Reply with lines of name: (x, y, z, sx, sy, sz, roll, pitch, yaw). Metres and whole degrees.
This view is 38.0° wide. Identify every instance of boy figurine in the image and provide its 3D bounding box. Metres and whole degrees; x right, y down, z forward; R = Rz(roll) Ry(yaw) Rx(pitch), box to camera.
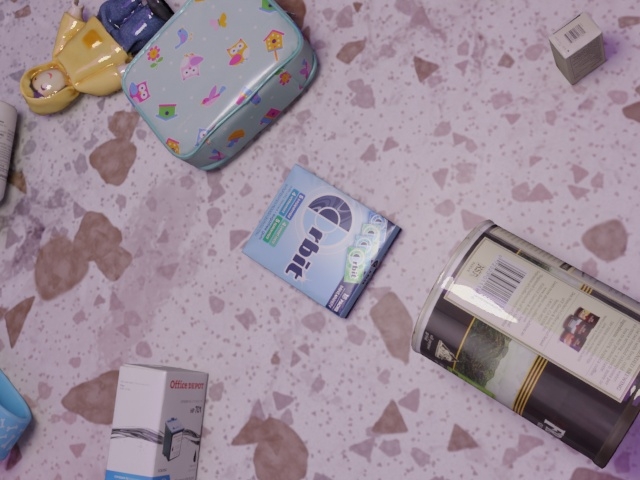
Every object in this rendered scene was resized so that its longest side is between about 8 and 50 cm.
boy figurine: (-0.373, -0.315, 1.513, 0.285, 0.092, 0.177, -36, 75, 7)

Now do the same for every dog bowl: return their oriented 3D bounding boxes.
dog bowl: (-0.566, 0.212, 1.466, 0.074, 0.166, 0.297, -43, 71, -4)

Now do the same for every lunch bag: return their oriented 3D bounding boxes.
lunch bag: (-0.155, -0.266, 1.422, 0.279, 0.108, 0.224, -43, 67, 6)

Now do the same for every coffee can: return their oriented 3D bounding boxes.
coffee can: (0.283, 0.124, 1.171, 0.275, 0.201, 0.202, 31, 92, 20)

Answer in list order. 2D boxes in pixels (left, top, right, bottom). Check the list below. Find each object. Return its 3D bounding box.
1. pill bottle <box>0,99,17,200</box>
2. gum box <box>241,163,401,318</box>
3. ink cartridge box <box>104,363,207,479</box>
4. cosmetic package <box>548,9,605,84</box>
pill bottle: (-0.582, -0.119, 1.530, 0.131, 0.131, 0.229, 6, 84, 19)
gum box: (0.000, 0.000, 1.367, 0.184, 0.041, 0.157, 33, 93, 19)
ink cartridge box: (-0.237, 0.280, 1.352, 0.082, 0.139, 0.191, 5, 84, 20)
cosmetic package: (0.346, -0.257, 1.251, 0.060, 0.115, 0.041, -36, 72, 9)
